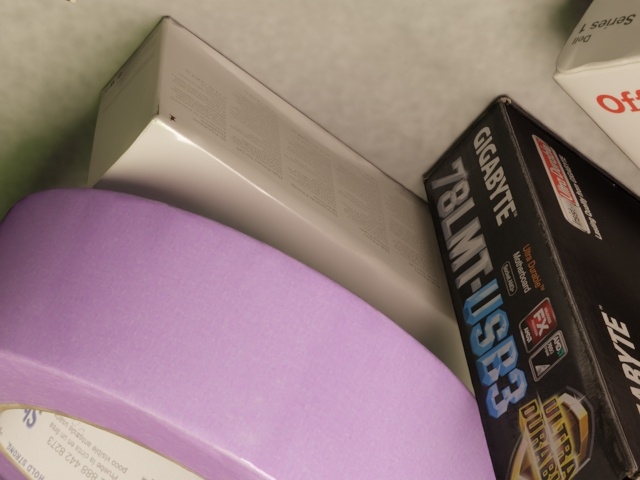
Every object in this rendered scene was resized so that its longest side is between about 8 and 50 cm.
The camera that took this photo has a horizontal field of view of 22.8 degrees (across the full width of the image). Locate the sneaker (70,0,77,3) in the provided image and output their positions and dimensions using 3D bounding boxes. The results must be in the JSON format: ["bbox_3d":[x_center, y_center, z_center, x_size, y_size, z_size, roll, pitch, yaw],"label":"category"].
[{"bbox_3d":[-0.070,-0.174,0.675,0.192,0.064,0.086,-33,127,18],"label":"sneaker"}]

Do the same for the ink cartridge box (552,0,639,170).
[{"bbox_3d":[0.237,-0.047,0.712,0.219,0.093,0.160,42,156,-27],"label":"ink cartridge box"}]

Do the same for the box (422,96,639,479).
[{"bbox_3d":[0.192,0.097,0.729,0.293,0.295,0.073,34,113,-22],"label":"box"}]

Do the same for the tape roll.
[{"bbox_3d":[-0.052,0.094,0.745,0.274,0.090,0.275,23,153,12],"label":"tape roll"}]

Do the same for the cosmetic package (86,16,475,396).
[{"bbox_3d":[0.000,0.000,0.771,0.239,0.099,0.060,35,115,-23],"label":"cosmetic package"}]
